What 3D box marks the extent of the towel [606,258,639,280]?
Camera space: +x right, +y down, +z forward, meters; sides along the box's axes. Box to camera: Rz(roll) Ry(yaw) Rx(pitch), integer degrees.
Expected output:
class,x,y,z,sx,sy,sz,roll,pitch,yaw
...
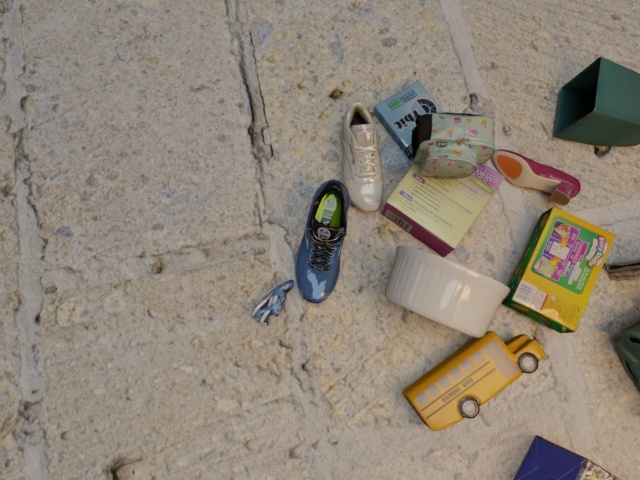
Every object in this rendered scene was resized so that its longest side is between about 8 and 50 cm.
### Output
class,x,y,z,sx,sy,sz,roll,pitch,yaw
towel,0.919,0.028,1.038,0.317,0.332,0.053,-15,84,-2

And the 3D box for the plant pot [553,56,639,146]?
class,x,y,z,sx,sy,sz,roll,pitch,yaw
plant pot,0.813,-0.358,1.221,0.234,0.165,0.165,16,77,-4

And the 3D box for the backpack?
class,x,y,z,sx,sy,sz,roll,pitch,yaw
backpack,0.325,-0.229,1.070,0.189,0.166,0.144,-4,78,3

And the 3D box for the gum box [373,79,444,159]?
class,x,y,z,sx,sy,sz,roll,pitch,yaw
gum box,0.271,-0.352,1.284,0.157,0.041,0.184,-33,78,-7

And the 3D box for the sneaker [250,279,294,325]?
class,x,y,z,sx,sy,sz,roll,pitch,yaw
sneaker,-0.116,0.163,1.164,0.144,0.053,0.059,-45,79,0

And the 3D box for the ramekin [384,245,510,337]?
class,x,y,z,sx,sy,sz,roll,pitch,yaw
ramekin,0.290,0.124,1.059,0.277,0.277,0.135,23,88,6

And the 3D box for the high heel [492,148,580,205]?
class,x,y,z,sx,sy,sz,roll,pitch,yaw
high heel,0.607,-0.196,1.239,0.244,0.082,0.117,35,50,21

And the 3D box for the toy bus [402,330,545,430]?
class,x,y,z,sx,sy,sz,roll,pitch,yaw
toy bus,0.376,0.333,1.089,0.333,0.108,0.130,-34,77,-6

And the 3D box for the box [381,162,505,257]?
class,x,y,z,sx,sy,sz,roll,pitch,yaw
box,0.323,-0.119,1.190,0.214,0.117,0.243,35,80,9

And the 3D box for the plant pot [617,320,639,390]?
class,x,y,z,sx,sy,sz,roll,pitch,yaw
plant pot,0.919,0.252,1.005,0.334,0.341,0.341,-24,78,4

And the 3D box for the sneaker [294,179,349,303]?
class,x,y,z,sx,sy,sz,roll,pitch,yaw
sneaker,0.000,0.000,1.139,0.130,0.147,0.329,9,91,4

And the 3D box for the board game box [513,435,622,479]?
class,x,y,z,sx,sy,sz,roll,pitch,yaw
board game box,0.620,0.590,0.960,0.291,0.232,0.141,32,80,8

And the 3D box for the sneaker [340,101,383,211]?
class,x,y,z,sx,sy,sz,roll,pitch,yaw
sneaker,0.106,-0.229,1.202,0.114,0.152,0.304,-9,78,-2

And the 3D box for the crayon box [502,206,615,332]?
class,x,y,z,sx,sy,sz,roll,pitch,yaw
crayon box,0.605,0.074,1.128,0.165,0.081,0.278,28,80,8
